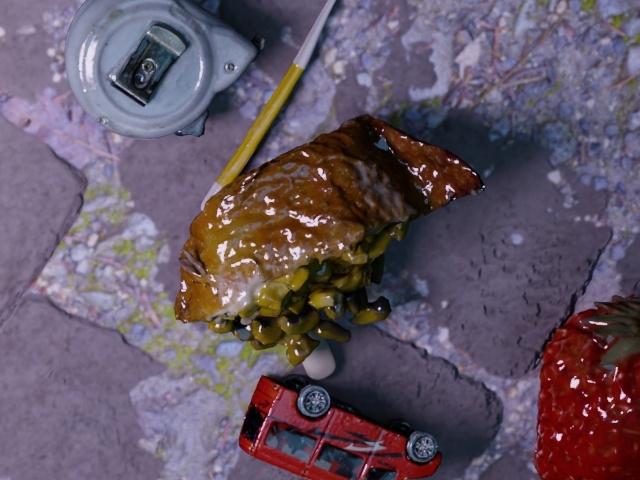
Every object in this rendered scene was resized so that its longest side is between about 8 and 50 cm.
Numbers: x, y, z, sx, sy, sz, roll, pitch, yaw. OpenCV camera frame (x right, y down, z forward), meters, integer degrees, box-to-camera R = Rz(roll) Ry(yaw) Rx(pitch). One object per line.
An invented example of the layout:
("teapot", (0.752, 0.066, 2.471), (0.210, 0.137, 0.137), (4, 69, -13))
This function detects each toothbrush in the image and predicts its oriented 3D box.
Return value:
("toothbrush", (-0.030, -0.145, 1.872), (0.024, 0.021, 0.288), (31, 97, -9))

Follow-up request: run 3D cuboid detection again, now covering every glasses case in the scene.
("glasses case", (-0.011, 0.098, 1.944), (0.032, 0.021, 0.083), (-27, 108, -7))

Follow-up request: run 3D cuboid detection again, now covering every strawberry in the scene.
("strawberry", (0.300, 0.182, 1.978), (0.205, 0.205, 0.244), (10, 124, -16))

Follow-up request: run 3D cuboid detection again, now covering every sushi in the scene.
("sushi", (-0.003, 0.002, 1.854), (0.296, 0.167, 0.179), (-30, 82, -10))

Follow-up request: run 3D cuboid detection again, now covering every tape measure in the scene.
("tape measure", (-0.220, -0.211, 1.776), (0.330, 0.084, 0.164), (31, 92, -21))

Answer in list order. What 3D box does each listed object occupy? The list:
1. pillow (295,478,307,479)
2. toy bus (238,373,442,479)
("pillow", (-0.009, 0.326, 1.996), (0.118, 0.043, 0.185), (-19, 109, -7))
("toy bus", (0.022, 0.199, 1.941), (0.195, 0.081, 0.089), (24, 88, -18))
